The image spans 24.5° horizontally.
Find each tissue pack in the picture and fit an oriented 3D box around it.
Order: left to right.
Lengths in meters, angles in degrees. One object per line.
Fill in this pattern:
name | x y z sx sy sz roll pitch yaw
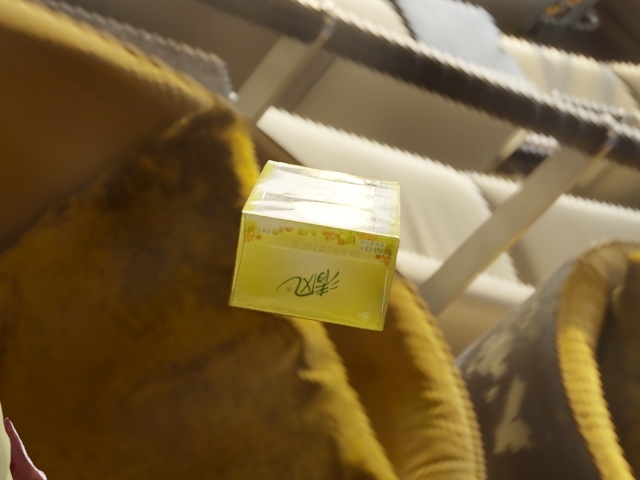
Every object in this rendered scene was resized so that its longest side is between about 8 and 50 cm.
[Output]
tissue pack | 0.000 0.000 0.935 0.095 0.062 0.176 9 12 0

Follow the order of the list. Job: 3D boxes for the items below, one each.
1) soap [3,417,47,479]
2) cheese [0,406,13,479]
soap | -0.178 0.230 0.767 0.182 0.112 0.289 72 -2 -81
cheese | -0.195 -0.055 0.386 0.123 0.266 0.242 -23 41 -25
